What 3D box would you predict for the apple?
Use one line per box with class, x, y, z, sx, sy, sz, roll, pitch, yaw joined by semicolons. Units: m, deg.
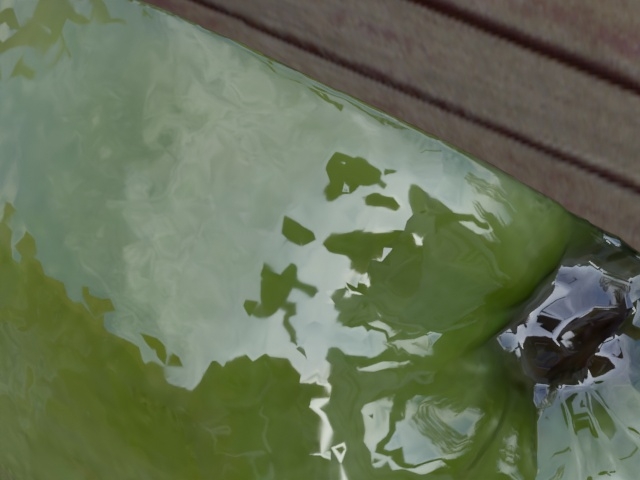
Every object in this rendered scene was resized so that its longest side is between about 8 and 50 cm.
apple;0.000;0.000;0.591;0.320;0.360;0.311;-22;112;-17
